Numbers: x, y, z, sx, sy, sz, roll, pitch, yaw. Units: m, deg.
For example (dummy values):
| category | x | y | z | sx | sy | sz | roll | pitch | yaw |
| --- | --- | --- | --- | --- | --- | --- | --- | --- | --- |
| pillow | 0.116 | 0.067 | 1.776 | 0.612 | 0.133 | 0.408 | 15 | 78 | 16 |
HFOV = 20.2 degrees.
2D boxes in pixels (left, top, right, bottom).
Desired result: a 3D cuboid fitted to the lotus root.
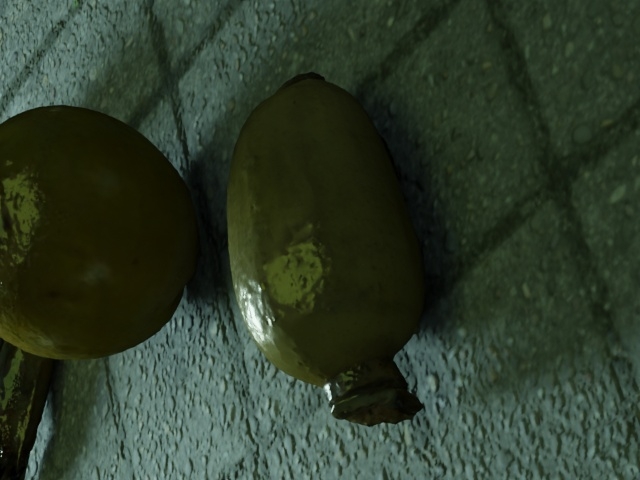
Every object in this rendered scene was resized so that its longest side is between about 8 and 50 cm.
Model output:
| category | x | y | z | sx | sy | sz | roll | pitch | yaw |
| --- | --- | --- | --- | --- | --- | --- | --- | --- | --- |
| lotus root | 0.000 | -0.002 | 1.372 | 0.146 | 0.131 | 0.303 | -42 | 51 | 43 |

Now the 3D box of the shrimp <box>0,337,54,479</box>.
| category | x | y | z | sx | sy | sz | roll | pitch | yaw |
| --- | --- | --- | --- | --- | --- | --- | --- | --- | --- |
| shrimp | -0.327 | 0.145 | 1.870 | 0.173 | 0.058 | 0.253 | 15 | 91 | 63 |

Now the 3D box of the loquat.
| category | x | y | z | sx | sy | sz | roll | pitch | yaw |
| --- | --- | --- | --- | --- | --- | --- | --- | --- | --- |
| loquat | -0.228 | -0.006 | 1.605 | 0.244 | 0.244 | 0.244 | -17 | 69 | 52 |
